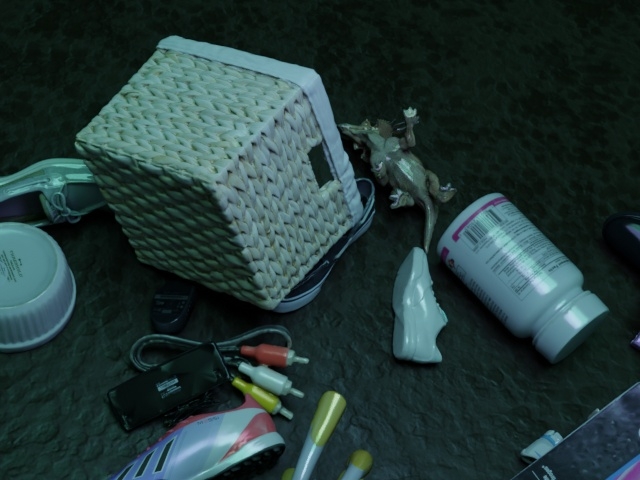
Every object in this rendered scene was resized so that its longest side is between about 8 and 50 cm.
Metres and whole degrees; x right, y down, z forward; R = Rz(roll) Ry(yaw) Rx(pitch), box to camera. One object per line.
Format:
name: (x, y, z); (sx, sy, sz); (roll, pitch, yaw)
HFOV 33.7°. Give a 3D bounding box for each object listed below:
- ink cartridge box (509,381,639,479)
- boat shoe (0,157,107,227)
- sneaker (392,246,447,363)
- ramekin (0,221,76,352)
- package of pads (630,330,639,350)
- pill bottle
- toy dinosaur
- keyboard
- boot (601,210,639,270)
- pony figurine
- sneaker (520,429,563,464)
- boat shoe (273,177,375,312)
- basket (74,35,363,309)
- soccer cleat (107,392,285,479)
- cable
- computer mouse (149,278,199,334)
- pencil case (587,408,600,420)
ink cartridge box: (0.387, 0.392, 1.574); (0.371, 0.069, 0.176); (-39, 67, 5)
boat shoe: (-0.500, -0.058, 1.790); (0.320, 0.118, 0.103); (-8, 51, -10)
sneaker: (0.178, 0.116, 1.828); (0.094, 0.080, 0.212); (14, 62, -14)
ramekin: (-0.503, 0.068, 1.715); (0.207, 0.109, 0.207); (5, 56, -7)
package of pads: (0.595, 0.185, 1.862); (0.083, 0.032, 0.050); (33, 78, 14)
pill bottle: (0.349, 0.066, 1.828); (0.160, 0.160, 0.283); (-31, 67, -26)
toy dinosaur: (0.155, -0.125, 1.954); (0.127, 0.200, 0.296); (-31, 89, -1)
keyboard: (-0.233, 0.242, 1.674); (0.192, 0.038, 0.100); (-26, 76, -2)
boot: (0.604, 0.067, 1.882); (0.246, 0.094, 0.207); (29, 40, 6)
pony figurine: (-0.062, 0.432, 1.441); (0.302, 0.351, 0.363); (29, 38, 6)
sneaker: (0.384, 0.398, 1.675); (0.083, 0.071, 0.191); (-23, 54, -15)
boat shoe: (0.000, 0.000, 1.848); (0.108, 0.102, 0.301); (37, 58, 15)
basket: (-0.154, -0.105, 1.700); (0.331, 0.328, 0.266); (18, 56, 32)
soccer cleat: (-0.213, 0.330, 1.592); (0.318, 0.109, 0.116); (-18, 60, -25)
cable: (-0.158, 0.185, 1.699); (0.287, 0.072, 0.139); (16, 92, -4)
computer mouse: (-0.229, 0.067, 1.810); (0.071, 0.041, 0.242); (4, 48, 19)
pencil case: (0.648, 0.264, 1.730); (0.410, 0.160, 0.183); (-27, 75, -19)
